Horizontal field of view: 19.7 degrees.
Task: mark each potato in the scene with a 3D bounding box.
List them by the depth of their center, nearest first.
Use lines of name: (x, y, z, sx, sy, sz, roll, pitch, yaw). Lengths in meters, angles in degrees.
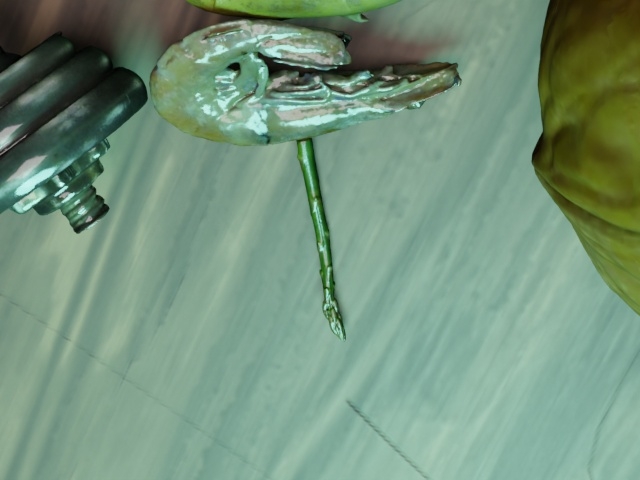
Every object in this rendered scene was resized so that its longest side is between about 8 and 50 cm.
potato: (-0.010, -0.191, 1.283, 0.188, 0.105, 0.085, -3, 106, 14)

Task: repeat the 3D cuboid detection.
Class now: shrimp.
shrimp: (-0.012, -0.118, 1.317, 0.223, 0.047, 0.126, -7, 144, 5)

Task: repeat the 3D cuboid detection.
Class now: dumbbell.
dumbbell: (-0.279, -0.175, 1.291, 0.179, 0.179, 0.406, -32, 101, 17)

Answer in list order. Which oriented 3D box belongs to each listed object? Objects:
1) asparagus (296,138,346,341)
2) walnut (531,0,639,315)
asparagus: (0.000, 0.000, 1.392, 0.016, 0.016, 0.163, -10, 106, -5)
walnut: (0.327, -0.091, 1.155, 0.398, 0.308, 0.354, -17, 107, 15)
